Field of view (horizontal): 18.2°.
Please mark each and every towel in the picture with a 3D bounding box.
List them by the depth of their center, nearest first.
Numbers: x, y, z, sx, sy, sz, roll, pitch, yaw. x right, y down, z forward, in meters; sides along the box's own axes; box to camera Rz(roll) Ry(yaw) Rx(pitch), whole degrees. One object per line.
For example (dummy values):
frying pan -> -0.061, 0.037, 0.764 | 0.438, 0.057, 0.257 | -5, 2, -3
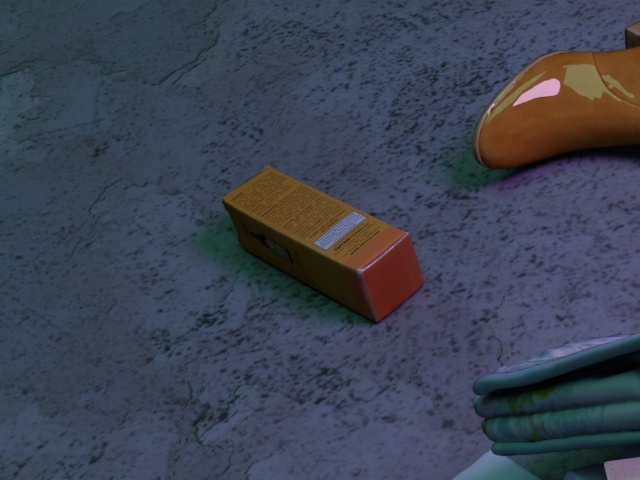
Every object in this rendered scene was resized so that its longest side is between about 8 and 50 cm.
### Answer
towel -> 0.340, 0.097, 1.607 | 0.321, 0.090, 0.374 | -10, -4, -30

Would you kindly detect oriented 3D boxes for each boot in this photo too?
boot -> 0.327, -0.132, 2.093 | 0.295, 0.104, 0.211 | -31, 38, -20

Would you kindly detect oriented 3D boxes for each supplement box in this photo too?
supplement box -> 0.000, 0.000, 2.103 | 0.080, 0.078, 0.233 | -41, 43, -24

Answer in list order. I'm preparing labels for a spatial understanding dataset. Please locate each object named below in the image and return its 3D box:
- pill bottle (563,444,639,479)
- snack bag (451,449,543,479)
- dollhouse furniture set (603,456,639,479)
pill bottle -> 0.317, 0.212, 1.631 | 0.222, 0.124, 0.124 | -11, 37, -9
snack bag -> 0.137, 0.335, 1.671 | 0.342, 0.037, 0.323 | -37, 41, -24
dollhouse furniture set -> 0.238, 0.312, 1.442 | 0.135, 0.262, 0.259 | -7, 55, -4
